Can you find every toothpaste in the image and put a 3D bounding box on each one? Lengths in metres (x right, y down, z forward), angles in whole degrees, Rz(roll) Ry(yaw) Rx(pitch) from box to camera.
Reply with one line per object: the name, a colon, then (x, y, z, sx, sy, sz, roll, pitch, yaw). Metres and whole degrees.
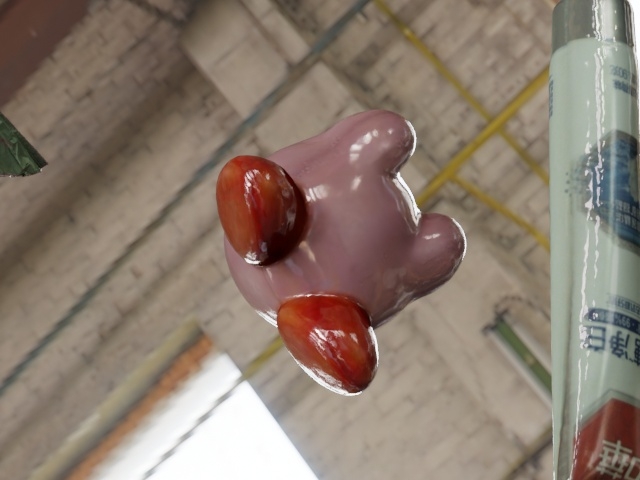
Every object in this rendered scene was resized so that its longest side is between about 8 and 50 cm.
toothpaste: (0.116, 0.006, 0.663, 0.039, 0.239, 0.062, -18, -30, 41)

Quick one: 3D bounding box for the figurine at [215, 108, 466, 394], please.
figurine: (-0.008, 0.004, 1.687, 0.211, 0.270, 0.261, -17, 16, 46)

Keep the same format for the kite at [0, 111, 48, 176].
kite: (-0.351, -0.054, 1.418, 0.229, 0.012, 0.250, -9, -77, -30)
